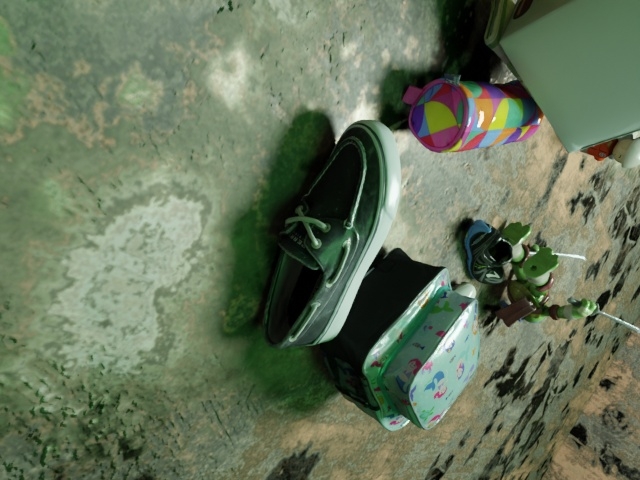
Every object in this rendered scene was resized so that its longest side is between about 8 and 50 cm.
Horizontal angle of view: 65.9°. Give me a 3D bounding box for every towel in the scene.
[{"bbox_3d":[0.286,-0.265,0.705,0.152,0.023,0.113,37,58,-27],"label":"towel"}]

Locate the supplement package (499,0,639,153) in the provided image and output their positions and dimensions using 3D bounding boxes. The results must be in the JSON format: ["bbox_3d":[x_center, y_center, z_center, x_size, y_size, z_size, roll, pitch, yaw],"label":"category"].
[{"bbox_3d":[0.401,-0.263,0.610,0.204,0.261,0.145,45,54,-23],"label":"supplement package"}]

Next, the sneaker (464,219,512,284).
[{"bbox_3d":[0.327,0.036,0.945,0.067,0.078,0.188,-48,140,-13],"label":"sneaker"}]

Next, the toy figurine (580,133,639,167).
[{"bbox_3d":[0.633,-0.258,1.000,0.209,0.148,0.213,-11,125,-46],"label":"toy figurine"}]

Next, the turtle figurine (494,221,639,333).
[{"bbox_3d":[0.495,0.067,1.046,0.266,0.274,0.198,47,43,-44],"label":"turtle figurine"}]

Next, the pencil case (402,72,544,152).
[{"bbox_3d":[0.227,-0.184,0.707,0.236,0.104,0.105,-12,121,-41],"label":"pencil case"}]

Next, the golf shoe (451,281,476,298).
[{"bbox_3d":[0.251,0.167,0.944,0.186,0.086,0.067,-55,137,-7],"label":"golf shoe"}]

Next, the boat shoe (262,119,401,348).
[{"bbox_3d":[0.000,0.000,0.595,0.102,0.108,0.301,-2,121,-45],"label":"boat shoe"}]

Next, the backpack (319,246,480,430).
[{"bbox_3d":[0.129,0.169,0.758,0.225,0.191,0.254,-43,143,-25],"label":"backpack"}]
